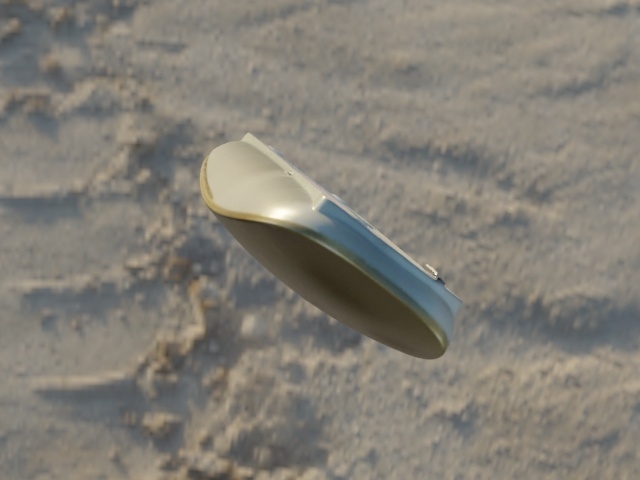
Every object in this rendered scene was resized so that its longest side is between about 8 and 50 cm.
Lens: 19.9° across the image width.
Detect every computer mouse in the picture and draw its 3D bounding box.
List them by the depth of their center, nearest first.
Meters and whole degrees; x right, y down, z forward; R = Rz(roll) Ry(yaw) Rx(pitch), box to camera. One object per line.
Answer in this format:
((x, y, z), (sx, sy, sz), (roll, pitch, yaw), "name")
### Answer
((-0.001, 0.002, 0.788), (0.102, 0.199, 0.045), (37, 91, -18), "computer mouse")
